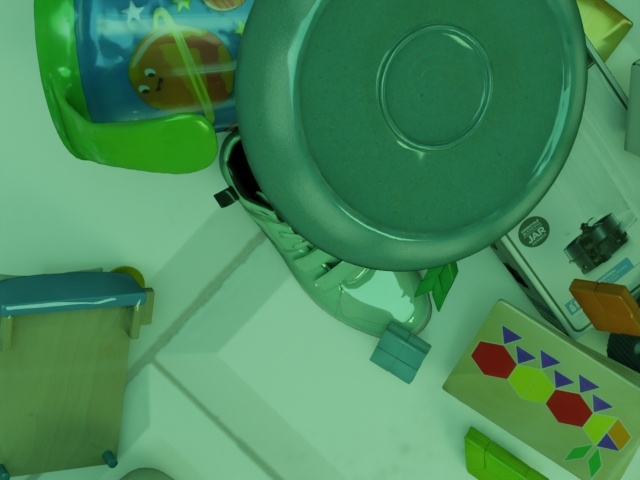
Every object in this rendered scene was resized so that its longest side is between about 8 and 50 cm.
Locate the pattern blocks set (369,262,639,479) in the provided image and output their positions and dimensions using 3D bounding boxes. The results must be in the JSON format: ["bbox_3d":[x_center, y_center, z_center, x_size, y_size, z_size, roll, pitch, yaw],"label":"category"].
[{"bbox_3d":[0.210,0.136,1.485,0.325,0.026,0.285,38,135,0],"label":"pattern blocks set"}]

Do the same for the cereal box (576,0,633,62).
[{"bbox_3d":[0.147,-0.155,1.550,0.173,0.047,0.240,36,93,-2],"label":"cereal box"}]

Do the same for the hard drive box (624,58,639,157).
[{"bbox_3d":[0.401,-0.124,1.422,0.232,0.181,0.089,-28,133,-33],"label":"hard drive box"}]

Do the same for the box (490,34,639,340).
[{"bbox_3d":[0.197,-0.076,1.489,0.169,0.087,0.290,-36,106,-1],"label":"box"}]

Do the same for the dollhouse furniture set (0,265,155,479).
[{"bbox_3d":[-0.324,0.145,1.579,0.303,0.198,0.286,-6,117,-27],"label":"dollhouse furniture set"}]

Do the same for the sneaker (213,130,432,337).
[{"bbox_3d":[-0.001,0.000,1.513,0.256,0.151,0.094,44,92,-1],"label":"sneaker"}]

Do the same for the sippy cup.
[{"bbox_3d":[-0.103,-0.188,1.441,0.224,0.240,0.306,-2,78,9],"label":"sippy cup"}]

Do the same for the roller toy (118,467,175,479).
[{"bbox_3d":[-0.155,0.318,1.515,0.146,0.209,0.191,-38,51,3],"label":"roller toy"}]

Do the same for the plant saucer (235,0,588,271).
[{"bbox_3d":[0.087,-0.125,1.358,0.317,0.043,0.318,-6,104,-22],"label":"plant saucer"}]

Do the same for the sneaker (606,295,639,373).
[{"bbox_3d":[0.399,0.030,1.500,0.319,0.131,0.112,-35,69,11],"label":"sneaker"}]
